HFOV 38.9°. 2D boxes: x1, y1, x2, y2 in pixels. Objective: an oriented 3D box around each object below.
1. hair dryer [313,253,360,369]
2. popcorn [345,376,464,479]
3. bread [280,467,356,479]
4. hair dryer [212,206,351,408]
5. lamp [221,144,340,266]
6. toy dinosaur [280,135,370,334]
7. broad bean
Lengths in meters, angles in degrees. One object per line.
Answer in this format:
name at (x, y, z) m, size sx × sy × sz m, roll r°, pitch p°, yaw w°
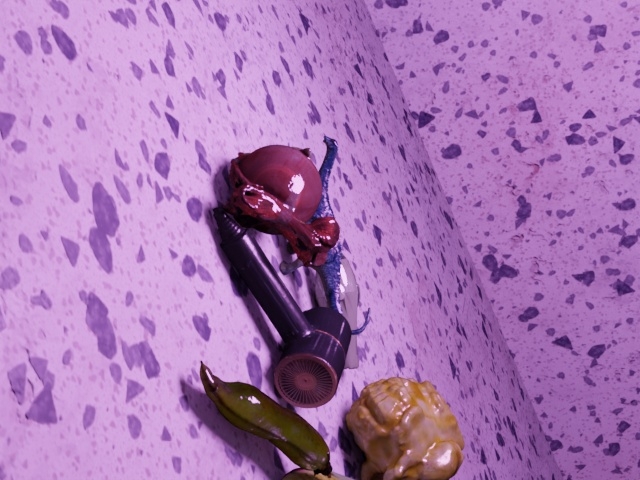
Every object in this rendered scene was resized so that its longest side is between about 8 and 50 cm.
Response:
hair dryer at (0.045, 0.151, 1.770) m, size 0.225 × 0.088 × 0.219 m, roll 61°, pitch 24°, yaw -68°
popcorn at (0.154, 0.363, 1.677) m, size 0.256 × 0.194 × 0.255 m, roll 56°, pitch 15°, yaw -36°
bread at (0.059, 0.442, 1.333) m, size 0.301 × 0.045 × 0.301 m, roll 27°, pitch 12°, yaw -6°
hair dryer at (-0.069, 0.084, 1.485) m, size 0.352 × 0.107 × 0.189 m, roll 59°, pitch 20°, yaw -14°
lamp at (-0.066, -0.062, 1.520) m, size 0.215 × 0.151 × 0.223 m, roll 26°, pitch 49°, yaw -5°
toy dinosaur at (-0.011, -0.002, 1.642) m, size 0.076 × 0.147 × 0.363 m, roll 9°, pitch 70°, yaw -65°
broad bean at (-0.073, 0.264, 1.320) m, size 0.339 × 0.061 × 0.077 m, roll 42°, pitch 15°, yaw -38°
